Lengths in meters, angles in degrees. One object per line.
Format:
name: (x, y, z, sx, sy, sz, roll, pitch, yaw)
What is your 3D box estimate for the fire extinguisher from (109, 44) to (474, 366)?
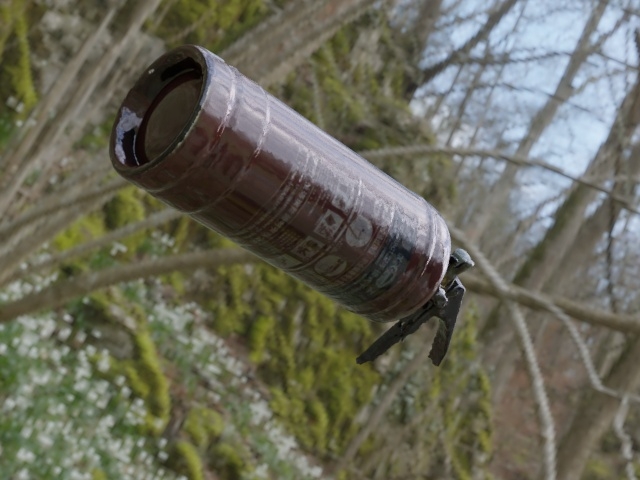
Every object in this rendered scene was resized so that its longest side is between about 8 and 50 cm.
fire extinguisher: (0.000, 0.000, 0.917, 0.344, 0.138, 0.102, 33, 18, -36)
